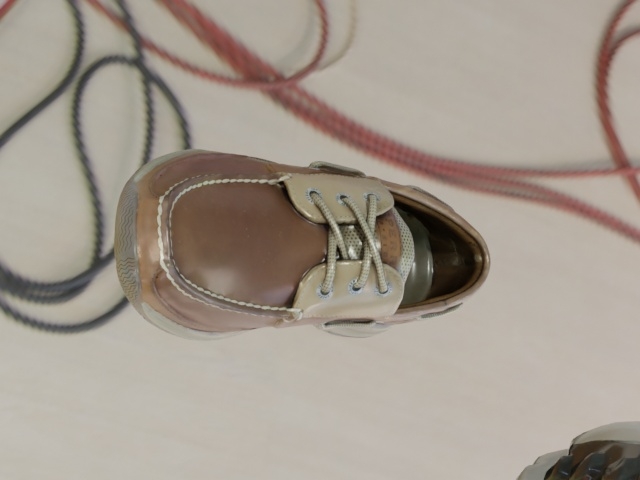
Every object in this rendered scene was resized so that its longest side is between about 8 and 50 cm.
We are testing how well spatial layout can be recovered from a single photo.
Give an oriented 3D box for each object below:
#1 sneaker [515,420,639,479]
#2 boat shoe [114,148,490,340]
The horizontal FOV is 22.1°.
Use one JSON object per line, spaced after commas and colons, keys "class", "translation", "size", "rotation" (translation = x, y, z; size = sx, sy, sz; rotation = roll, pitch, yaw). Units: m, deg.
{"class": "sneaker", "translation": [0.072, 0.165, 0.451], "size": [0.118, 0.292, 0.110], "rotation": [20, 41, 7]}
{"class": "boat shoe", "translation": [0.000, 0.000, 1.025], "size": [0.324, 0.116, 0.123], "rotation": [1, 82, -57]}
